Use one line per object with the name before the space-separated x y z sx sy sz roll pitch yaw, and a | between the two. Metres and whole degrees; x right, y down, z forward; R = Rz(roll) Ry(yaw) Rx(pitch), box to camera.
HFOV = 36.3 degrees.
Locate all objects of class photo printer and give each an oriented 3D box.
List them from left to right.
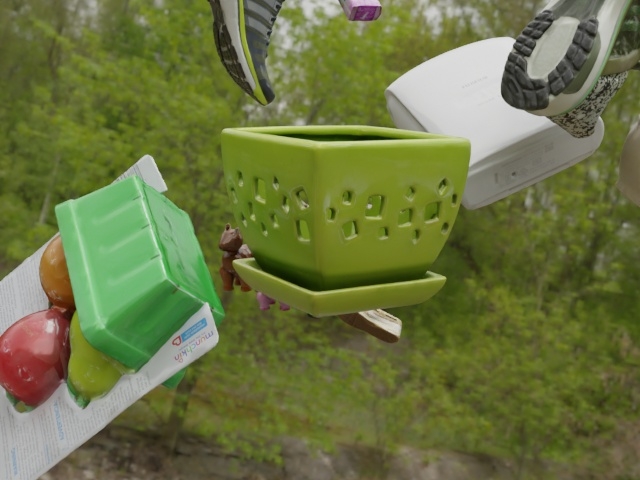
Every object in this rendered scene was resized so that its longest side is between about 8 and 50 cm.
photo printer | 0.263 -0.207 1.574 0.307 0.256 0.107 -122 -169 -45

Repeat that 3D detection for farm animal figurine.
farm animal figurine | 0.000 0.000 1.581 0.327 0.172 0.330 -9 12 -42

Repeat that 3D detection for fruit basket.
fruit basket | -0.286 0.107 1.170 0.165 0.353 0.327 32 22 -43

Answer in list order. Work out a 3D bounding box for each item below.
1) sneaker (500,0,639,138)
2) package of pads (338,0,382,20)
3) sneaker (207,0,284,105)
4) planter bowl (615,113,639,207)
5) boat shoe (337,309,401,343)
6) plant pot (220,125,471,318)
sneaker | 0.423 -0.319 1.373 0.182 0.410 0.158 35 3 -44
package of pads | 0.052 -0.356 1.426 0.050 0.083 0.032 -6 -39 -24
sneaker | -0.103 -0.350 1.511 0.121 0.299 0.111 -23 35 -16
planter bowl | 0.488 -0.093 1.381 0.162 0.109 0.162 30 20 -12
boat shoe | 0.103 0.163 2.136 0.170 0.059 0.063 31 -37 -9
plant pot | 0.024 -0.029 1.180 0.228 0.207 0.227 -4 13 -33
